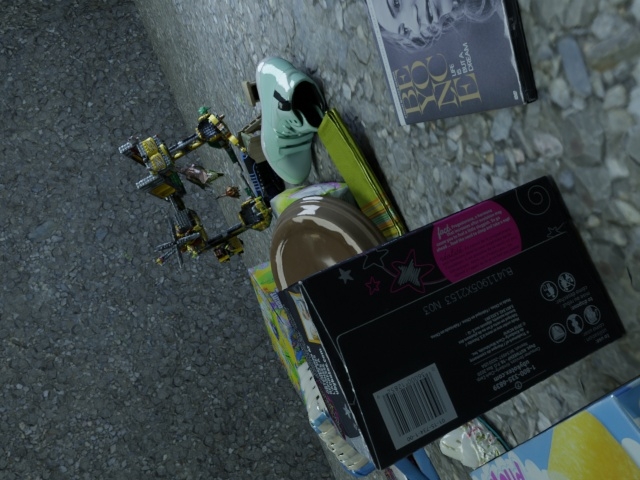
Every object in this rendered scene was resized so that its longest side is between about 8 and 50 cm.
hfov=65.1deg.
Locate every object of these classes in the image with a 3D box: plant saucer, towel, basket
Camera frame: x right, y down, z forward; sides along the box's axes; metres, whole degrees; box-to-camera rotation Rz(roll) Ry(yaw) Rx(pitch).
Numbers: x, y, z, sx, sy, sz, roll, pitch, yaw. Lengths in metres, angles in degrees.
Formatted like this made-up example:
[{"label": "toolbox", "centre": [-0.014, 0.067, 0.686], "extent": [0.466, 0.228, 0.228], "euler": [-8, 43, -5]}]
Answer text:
[{"label": "plant saucer", "centre": [0.012, 0.060, 0.852], "extent": [0.277, 0.041, 0.278], "euler": [19, 123, 33]}, {"label": "towel", "centre": [0.062, -0.086, 0.789], "extent": [0.237, 0.021, 0.102], "euler": [61, 163, 2]}, {"label": "basket", "centre": [0.105, 0.325, 0.938], "extent": [0.289, 0.201, 0.255], "euler": [49, -178, -22]}]

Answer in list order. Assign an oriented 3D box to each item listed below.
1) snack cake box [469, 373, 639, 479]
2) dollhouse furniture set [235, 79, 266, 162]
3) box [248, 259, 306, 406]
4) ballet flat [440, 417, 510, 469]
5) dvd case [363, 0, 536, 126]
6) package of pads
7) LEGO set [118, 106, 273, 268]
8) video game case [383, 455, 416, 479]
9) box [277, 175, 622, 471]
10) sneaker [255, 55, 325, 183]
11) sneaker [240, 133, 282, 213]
[{"label": "snack cake box", "centre": [0.230, 0.156, 0.365], "extent": [0.089, 0.152, 0.264], "euler": [59, 162, 29]}, {"label": "dollhouse furniture set", "centre": [-0.129, -0.258, 1.082], "extent": [0.182, 0.101, 0.161], "euler": [39, 147, 60]}, {"label": "box", "centre": [-0.028, 0.214, 1.251], "extent": [0.290, 0.177, 0.279], "euler": [44, 153, 56]}, {"label": "ballet flat", "centre": [0.200, 0.282, 0.775], "extent": [0.241, 0.077, 0.091], "euler": [50, 155, 47]}, {"label": "dvd case", "centre": [0.114, -0.205, 0.504], "extent": [0.221, 0.018, 0.165], "euler": [22, 132, 69]}, {"label": "package of pads", "centre": [0.000, 0.000, 1.008], "extent": [0.229, 0.101, 0.296], "euler": [70, 164, -10]}, {"label": "LEGO set", "centre": [-0.257, -0.120, 1.045], "extent": [0.192, 0.254, 0.332], "euler": [48, -158, -82]}, {"label": "video game case", "centre": [0.187, 0.555, 1.252], "extent": [0.232, 0.041, 0.210], "euler": [62, 163, 21]}, {"label": "box", "centre": [0.108, 0.070, 0.471], "extent": [0.164, 0.247, 0.142], "euler": [67, 166, 4]}, {"label": "sneaker", "centre": [-0.044, -0.190, 0.914], "extent": [0.151, 0.094, 0.256], "euler": [45, 155, 46]}, {"label": "sneaker", "centre": [-0.142, -0.168, 1.308], "extent": [0.090, 0.081, 0.232], "euler": [52, 165, 36]}]
